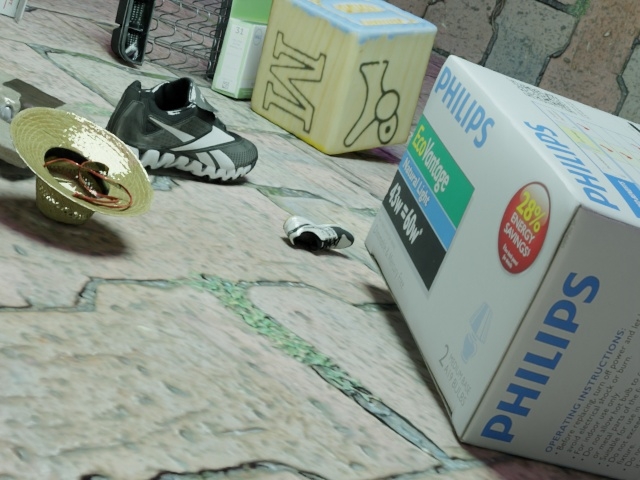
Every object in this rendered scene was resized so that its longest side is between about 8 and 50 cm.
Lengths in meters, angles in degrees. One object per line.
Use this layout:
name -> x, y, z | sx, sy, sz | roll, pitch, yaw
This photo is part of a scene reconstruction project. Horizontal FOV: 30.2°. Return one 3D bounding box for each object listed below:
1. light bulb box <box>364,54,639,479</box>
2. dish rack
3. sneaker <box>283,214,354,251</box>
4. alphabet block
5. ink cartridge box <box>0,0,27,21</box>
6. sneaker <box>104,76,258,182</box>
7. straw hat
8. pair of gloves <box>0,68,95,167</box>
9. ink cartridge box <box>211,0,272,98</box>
light bulb box -> 0.274, 0.035, 1.089 | 0.361, 0.225, 0.358 | 16, 22, -19
dish rack -> -0.201, -0.359, 1.893 | 0.271, 0.208, 0.074 | 11, 3, -41
sneaker -> 0.000, 0.000, 1.266 | 0.083, 0.032, 0.037 | 10, 33, -24
alphabet block -> 0.034, -0.265, 1.826 | 0.192, 0.197, 0.193 | -10, 35, -43
ink cartridge box -> -0.491, -0.412, 1.830 | 0.060, 0.104, 0.180 | 14, 17, -29
sneaker -> -0.145, -0.129, 1.345 | 0.078, 0.106, 0.234 | 35, 19, 36
straw hat -> -0.222, -0.048, 1.049 | 0.144, 0.061, 0.144 | 27, 28, -16
pair of gloves -> -0.347, -0.134, 1.207 | 0.204, 0.042, 0.240 | 25, 17, -2
ink cartridge box -> -0.093, -0.350, 1.926 | 0.056, 0.235, 0.171 | 21, 14, 19
